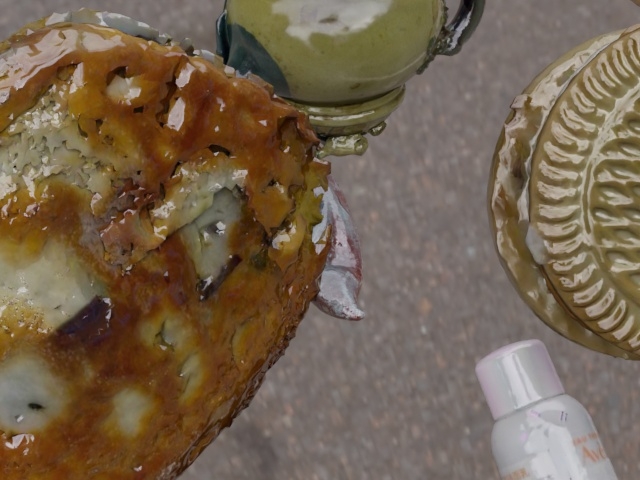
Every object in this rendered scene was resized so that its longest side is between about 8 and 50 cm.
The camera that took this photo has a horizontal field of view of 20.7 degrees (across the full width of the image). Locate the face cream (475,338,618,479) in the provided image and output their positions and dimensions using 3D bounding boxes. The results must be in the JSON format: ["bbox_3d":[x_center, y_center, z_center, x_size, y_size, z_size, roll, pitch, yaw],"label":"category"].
[{"bbox_3d":[0.187,0.202,1.288,0.082,0.082,0.269,-21,80,-2],"label":"face cream"}]

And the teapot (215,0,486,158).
[{"bbox_3d":[0.023,-0.158,1.425,0.269,0.182,0.173,-19,35,-28],"label":"teapot"}]

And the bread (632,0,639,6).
[{"bbox_3d":[0.161,-0.167,0.546,0.099,0.235,0.210,17,85,-9],"label":"bread"}]

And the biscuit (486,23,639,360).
[{"bbox_3d":[0.244,-0.034,1.216,0.259,0.259,0.079,-27,11,-6],"label":"biscuit"}]

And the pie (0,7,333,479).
[{"bbox_3d":[-0.120,0.011,0.980,0.308,0.308,0.085,-45,31,-20],"label":"pie"}]

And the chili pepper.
[{"bbox_3d":[0.000,0.000,1.157,0.050,0.041,0.153,-21,54,5],"label":"chili pepper"}]
